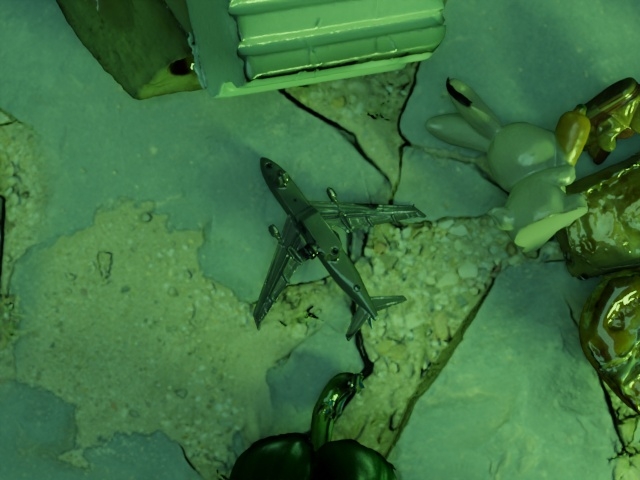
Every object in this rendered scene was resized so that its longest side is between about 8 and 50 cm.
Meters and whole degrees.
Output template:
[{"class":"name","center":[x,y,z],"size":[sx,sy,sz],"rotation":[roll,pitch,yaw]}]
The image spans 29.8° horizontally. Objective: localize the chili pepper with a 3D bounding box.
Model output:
[{"class":"chili pepper","center":[0.001,0.267,1.269],"size":[0.173,0.261,0.165],"rotation":[-1,134,16]}]

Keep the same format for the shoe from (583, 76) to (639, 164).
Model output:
[{"class":"shoe","center":[0.317,-0.128,1.282],"size":[0.109,0.072,0.069],"rotation":[-34,105,21]}]

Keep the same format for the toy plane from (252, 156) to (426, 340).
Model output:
[{"class":"toy plane","center":[0.001,0.001,1.304],"size":[0.226,0.058,0.226],"rotation":[-34,92,-13]}]

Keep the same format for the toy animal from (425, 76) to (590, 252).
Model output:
[{"class":"toy animal","center":[0.206,-0.093,1.266],"size":[0.127,0.131,0.182],"rotation":[-1,60,-29]}]

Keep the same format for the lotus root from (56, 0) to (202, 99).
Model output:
[{"class":"lotus root","center":[-0.185,-0.303,1.261],"size":[0.210,0.142,0.314],"rotation":[-29,96,-36]}]

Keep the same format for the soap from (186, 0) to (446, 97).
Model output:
[{"class":"soap","center":[-0.007,-0.236,1.221],"size":[0.261,0.094,0.150],"rotation":[-13,88,-30]}]

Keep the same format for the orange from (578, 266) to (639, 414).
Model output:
[{"class":"orange","center":[0.350,0.108,1.273],"size":[0.160,0.112,0.170],"rotation":[13,74,5]}]

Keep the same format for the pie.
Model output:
[{"class":"pie","center":[0.391,-0.046,1.286],"size":[0.282,0.068,0.129],"rotation":[-19,88,0]}]
